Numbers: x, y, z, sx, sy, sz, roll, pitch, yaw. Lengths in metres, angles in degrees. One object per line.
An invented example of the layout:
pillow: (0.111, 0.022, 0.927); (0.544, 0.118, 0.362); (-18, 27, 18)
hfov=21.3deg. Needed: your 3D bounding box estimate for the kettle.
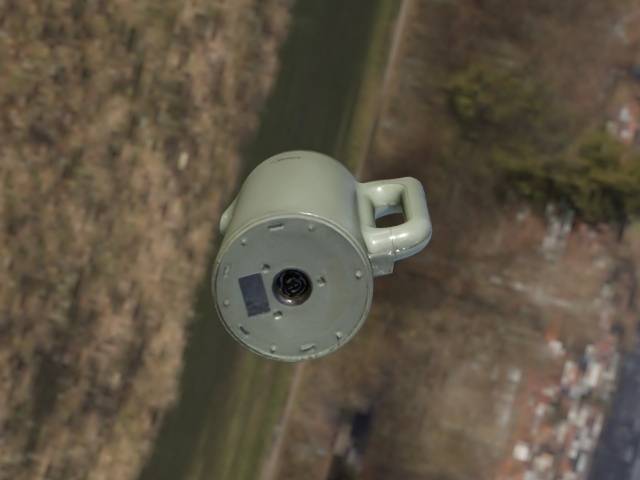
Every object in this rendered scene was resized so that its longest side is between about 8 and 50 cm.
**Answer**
kettle: (-0.005, -0.004, 1.088); (0.127, 0.098, 0.148); (-41, -167, 16)
